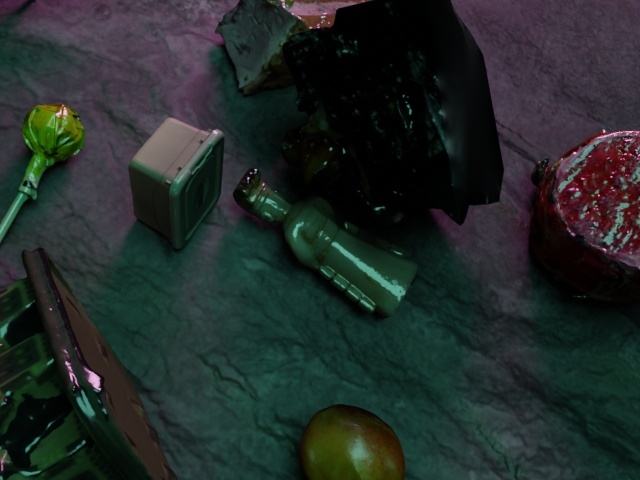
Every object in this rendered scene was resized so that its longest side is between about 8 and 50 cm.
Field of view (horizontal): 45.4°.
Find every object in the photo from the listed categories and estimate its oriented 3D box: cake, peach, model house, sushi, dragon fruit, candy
[{"bbox_3d":[0.017,-0.282,0.945,0.295,0.113,0.116,-27,79,-35],"label":"cake"},{"bbox_3d":[0.030,0.201,0.716,0.101,0.100,0.100,8,63,-17],"label":"peach"},{"bbox_3d":[-0.268,0.180,0.573,0.279,0.204,0.218,-31,41,-12],"label":"model house"},{"bbox_3d":[0.067,-0.130,0.809,0.227,0.212,0.215,-31,114,-64],"label":"sushi"},{"bbox_3d":[0.364,-0.032,0.883,0.211,0.147,0.282,-36,60,-14],"label":"dragon fruit"},{"bbox_3d":[-0.292,-0.051,0.752,0.062,0.058,0.193,37,64,-38],"label":"candy"}]

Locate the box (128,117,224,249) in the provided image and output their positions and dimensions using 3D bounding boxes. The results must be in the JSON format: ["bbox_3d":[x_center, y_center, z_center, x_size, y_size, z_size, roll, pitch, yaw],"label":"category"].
[{"bbox_3d":[-0.144,-0.059,0.767,0.062,0.122,0.089,27,59,8],"label":"box"}]

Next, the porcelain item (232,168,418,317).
[{"bbox_3d":[0.000,0.000,0.826,0.213,0.054,0.084,32,56,-5],"label":"porcelain item"}]
